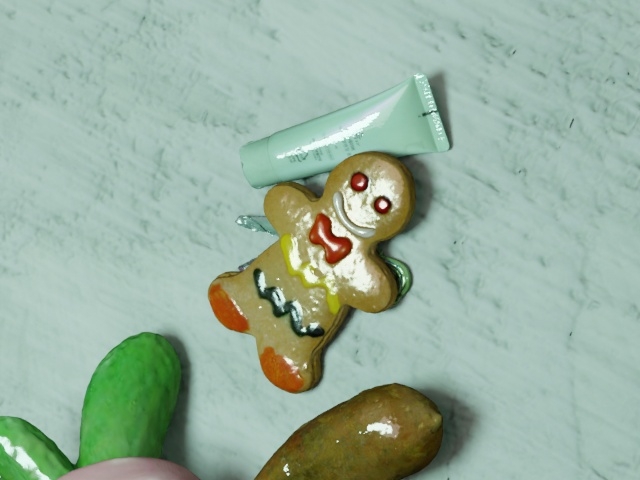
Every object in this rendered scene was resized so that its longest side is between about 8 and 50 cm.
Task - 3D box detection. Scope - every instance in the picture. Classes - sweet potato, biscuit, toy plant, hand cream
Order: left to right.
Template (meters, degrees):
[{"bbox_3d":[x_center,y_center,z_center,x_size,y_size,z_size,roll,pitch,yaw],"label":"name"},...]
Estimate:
[{"bbox_3d":[-0.222,0.292,1.591,0.317,0.210,0.356,-49,45,17],"label":"toy plant"},{"bbox_3d":[-0.003,0.018,1.584,0.165,0.036,0.250,46,112,14],"label":"biscuit"},{"bbox_3d":[0.003,0.220,1.557,0.292,0.097,0.097,-38,69,28],"label":"sweet potato"},{"bbox_3d":[0.020,-0.098,1.596,0.204,0.050,0.078,-15,98,24],"label":"hand cream"}]

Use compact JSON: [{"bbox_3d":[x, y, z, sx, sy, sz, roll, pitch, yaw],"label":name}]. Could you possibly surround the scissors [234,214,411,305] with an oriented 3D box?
[{"bbox_3d":[0.000,0.000,1.614,0.187,0.020,0.134,-4,88,28],"label":"scissors"}]
